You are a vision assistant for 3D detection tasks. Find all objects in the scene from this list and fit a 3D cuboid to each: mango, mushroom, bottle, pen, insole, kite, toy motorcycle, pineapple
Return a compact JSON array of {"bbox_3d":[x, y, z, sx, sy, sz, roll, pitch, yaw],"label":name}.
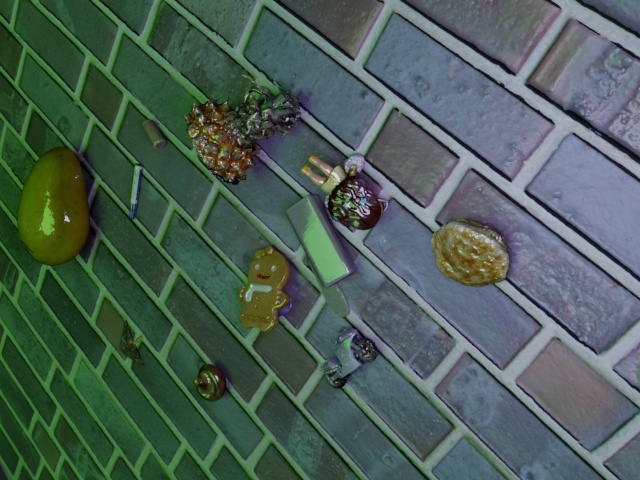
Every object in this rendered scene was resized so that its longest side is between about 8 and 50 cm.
[{"bbox_3d":[-0.987,-0.128,2.173,0.301,0.220,0.446,23,108,33],"label":"mango"},{"bbox_3d":[-0.363,0.468,1.925,0.109,0.085,0.126,21,113,-7],"label":"mushroom"},{"bbox_3d":[-0.549,-0.351,1.921,0.045,0.045,0.096,-43,72,33],"label":"bottle"},{"bbox_3d":[-0.647,-0.170,2.039,0.025,0.025,0.204,26,114,29],"label":"pen"},{"bbox_3d":[0.023,0.127,1.626,0.063,0.010,0.192,-36,77,34],"label":"insole"},{"bbox_3d":[-0.716,0.392,2.208,0.159,0.010,0.190,-26,85,34],"label":"kite"},{"bbox_3d":[0.063,0.317,1.594,0.122,0.080,0.215,52,128,16],"label":"toy motorcycle"},{"bbox_3d":[-0.181,-0.320,1.576,0.271,0.262,0.263,-24,85,25],"label":"pineapple"}]

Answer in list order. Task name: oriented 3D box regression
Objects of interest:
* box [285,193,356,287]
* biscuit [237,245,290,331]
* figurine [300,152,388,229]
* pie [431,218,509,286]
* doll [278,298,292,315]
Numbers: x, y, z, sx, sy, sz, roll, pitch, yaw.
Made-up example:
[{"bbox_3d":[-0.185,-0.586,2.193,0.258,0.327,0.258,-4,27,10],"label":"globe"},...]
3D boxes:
[{"bbox_3d":[0.000,0.000,1.584,0.103,0.055,0.244,-32,81,27],"label":"box"},{"bbox_3d":[-0.161,0.136,1.681,0.184,0.035,0.249,6,76,36],"label":"biscuit"},{"bbox_3d":[0.060,-0.125,1.485,0.240,0.115,0.175,46,121,20],"label":"figurine"},{"bbox_3d":[0.342,0.030,1.340,0.193,0.079,0.163,28,124,27],"label":"pie"},{"bbox_3d":[-0.149,0.181,1.727,0.205,0.067,0.110,3,90,48],"label":"doll"}]
